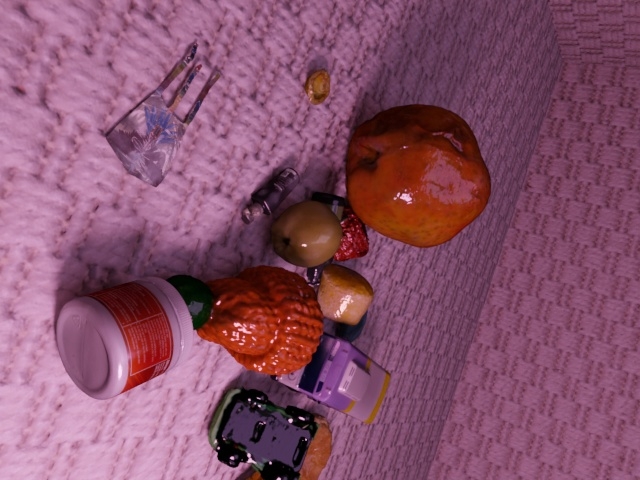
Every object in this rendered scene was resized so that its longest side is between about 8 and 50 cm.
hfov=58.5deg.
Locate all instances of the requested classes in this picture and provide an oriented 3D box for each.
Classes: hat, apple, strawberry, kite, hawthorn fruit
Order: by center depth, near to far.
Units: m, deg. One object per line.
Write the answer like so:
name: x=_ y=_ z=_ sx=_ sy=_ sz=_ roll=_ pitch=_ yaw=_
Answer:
kite: x=-0.315 y=-0.262 z=1.213 sx=0.310 sy=0.015 sz=0.169 roll=-57 pitch=144 yaw=-21
hat: x=-0.185 y=0.160 z=1.364 sx=0.400 sy=0.285 sz=0.286 roll=32 pitch=77 yaw=-52
apple: x=-0.039 y=-0.016 z=1.586 sx=0.200 sy=0.199 sz=0.200 roll=-30 pitch=127 yaw=-48
hawthorn fruit: x=0.294 y=-0.215 z=1.777 sx=0.471 sy=0.471 sz=0.472 roll=-30 pitch=127 yaw=-48
strawberry: x=0.103 y=-0.012 z=1.874 sx=0.286 sy=0.106 sz=0.188 roll=24 pitch=85 yaw=-58
hat: x=0.112 y=0.286 z=2.055 sx=0.138 sy=0.077 sz=0.191 roll=-38 pitch=153 yaw=-31

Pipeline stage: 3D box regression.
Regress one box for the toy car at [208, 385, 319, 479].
toy car: x=-0.152 y=0.567 z=1.640 sx=0.358 sy=0.176 sz=0.214 roll=31 pitch=66 yaw=-20

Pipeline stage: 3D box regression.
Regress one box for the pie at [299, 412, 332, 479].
pie: x=-0.078 y=0.745 z=1.951 sx=0.339 sy=0.083 sz=0.340 roll=-23 pitch=120 yaw=-47

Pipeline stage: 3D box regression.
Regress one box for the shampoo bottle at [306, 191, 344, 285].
shampoo bottle: x=0.000 y=0.000 z=1.726 sx=0.101 sy=0.101 sz=0.284 roll=-3 pitch=106 yaw=-56

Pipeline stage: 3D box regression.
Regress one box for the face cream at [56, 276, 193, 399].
face cream: x=-0.386 y=0.188 z=1.130 sx=0.187 sy=0.200 sz=0.201 roll=-19 pitch=119 yaw=-53

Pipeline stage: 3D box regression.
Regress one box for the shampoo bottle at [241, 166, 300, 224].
shampoo bottle: x=-0.134 y=-0.117 z=1.510 sx=0.208 sy=0.057 sz=0.064 roll=-49 pitch=141 yaw=-34

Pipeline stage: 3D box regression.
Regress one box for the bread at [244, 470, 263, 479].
bread: x=-0.190 y=0.776 z=1.743 sx=0.270 sy=0.077 sz=0.139 roll=-36 pitch=115 yaw=-25

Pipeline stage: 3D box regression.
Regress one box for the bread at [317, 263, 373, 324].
bread: x=0.072 y=0.173 z=1.854 sx=0.197 sy=0.197 sz=0.171 roll=13 pitch=105 yaw=-58

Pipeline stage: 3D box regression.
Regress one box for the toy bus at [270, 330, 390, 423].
toy bus: x=0.048 y=0.439 z=1.856 sx=0.210 sy=0.249 sz=0.440 roll=-64 pitch=147 yaw=-15

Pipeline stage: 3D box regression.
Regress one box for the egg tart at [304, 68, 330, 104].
egg tart: x=-0.011 y=-0.424 z=1.576 sx=0.105 sy=0.039 sz=0.105 roll=-29 pitch=127 yaw=-48
